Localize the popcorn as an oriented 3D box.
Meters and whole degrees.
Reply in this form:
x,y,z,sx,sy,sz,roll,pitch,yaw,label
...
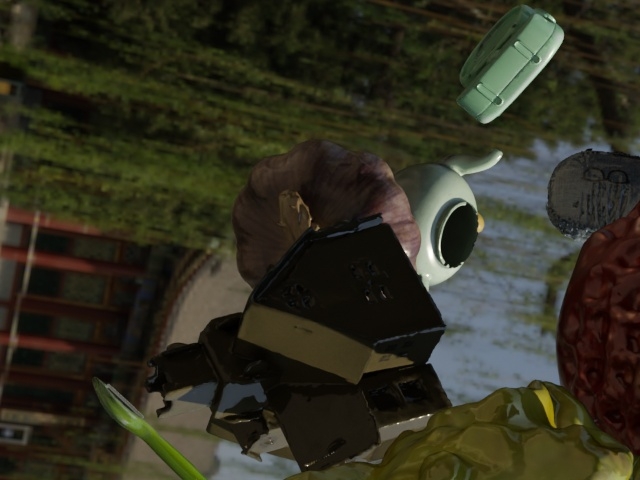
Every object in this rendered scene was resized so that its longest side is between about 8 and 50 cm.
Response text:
x,y,z,sx,sy,sz,roll,pitch,yaw,label
0.113,0.252,0.765,0.312,0.312,0.312,-170,-90,-74,popcorn

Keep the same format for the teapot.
x,y,z,sx,sy,sz,roll,pitch,yaw,label
0.165,-0.020,1.684,0.129,0.193,0.294,17,-104,39,teapot

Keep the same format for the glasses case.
x,y,z,sx,sy,sz,roll,pitch,yaw,label
0.393,-0.031,1.225,0.067,0.283,0.109,80,23,-63,glasses case

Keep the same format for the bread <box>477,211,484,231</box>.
x,y,z,sx,sy,sz,roll,pitch,yaw,label
0.242,-0.048,1.993,0.082,0.115,0.056,3,-96,52,bread

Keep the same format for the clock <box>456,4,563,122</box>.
x,y,z,sx,sy,sz,roll,pitch,yaw,label
0.254,-0.253,1.511,0.159,0.066,0.211,-49,-170,21,clock

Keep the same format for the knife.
x,y,z,sx,sy,sz,roll,pitch,yaw,label
-0.177,0.212,1.168,0.022,0.184,0.026,-38,-168,28,knife

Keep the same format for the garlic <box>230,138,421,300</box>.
x,y,z,sx,sy,sz,roll,pitch,yaw,label
0.000,0.000,1.312,0.160,0.245,0.244,-40,149,-67,garlic

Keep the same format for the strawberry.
x,y,z,sx,sy,sz,roll,pitch,yaw,label
0.327,0.128,0.917,0.317,0.295,0.345,-66,172,31,strawberry

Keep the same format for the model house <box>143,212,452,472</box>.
x,y,z,sx,sy,sz,roll,pitch,yaw,label
-0.029,0.127,0.994,0.204,0.243,0.211,60,-33,34,model house
